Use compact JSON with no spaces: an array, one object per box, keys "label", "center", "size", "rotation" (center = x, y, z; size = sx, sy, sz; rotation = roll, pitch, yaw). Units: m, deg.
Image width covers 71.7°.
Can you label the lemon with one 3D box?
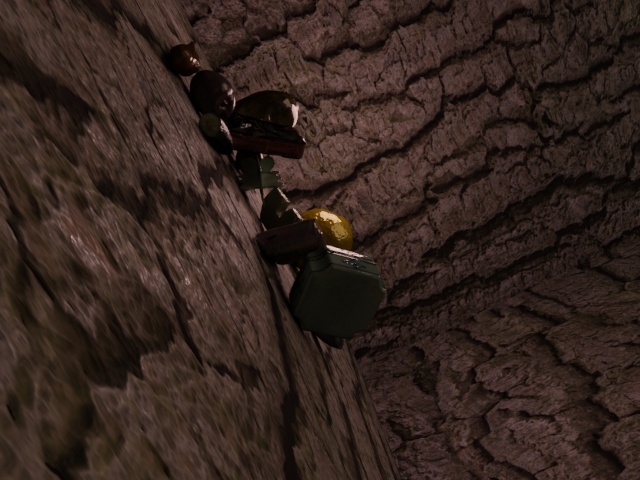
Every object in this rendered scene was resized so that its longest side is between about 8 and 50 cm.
[{"label":"lemon","center":[0.000,0.000,2.317],"size":[0.350,0.387,0.349],"rotation":[45,-33,42]}]

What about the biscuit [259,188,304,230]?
[{"label":"biscuit","center":[-0.168,-0.100,1.764],"size":[0.046,0.147,0.250],"rotation":[30,18,-47]}]

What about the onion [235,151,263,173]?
[{"label":"onion","center":[-0.305,-0.346,1.899],"size":[0.131,0.131,0.131],"rotation":[-26,90,-90]}]

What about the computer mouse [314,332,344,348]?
[{"label":"computer mouse","center":[-0.018,0.297,1.823],"size":[0.379,0.090,0.167],"rotation":[57,-5,40]}]

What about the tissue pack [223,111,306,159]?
[{"label":"tissue pack","center":[-0.237,-0.423,1.804],"size":[0.245,0.333,0.123],"rotation":[-116,-143,-61]}]

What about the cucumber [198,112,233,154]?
[{"label":"cucumber","center":[-0.333,-0.343,1.471],"size":[0.241,0.075,0.074],"rotation":[71,-7,-81]}]

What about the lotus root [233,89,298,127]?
[{"label":"lotus root","center":[-0.267,-0.563,2.050],"size":[0.250,0.346,0.250],"rotation":[43,-23,24]}]

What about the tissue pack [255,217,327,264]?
[{"label":"tissue pack","center":[-0.090,0.011,1.550],"size":[0.256,0.215,0.122],"rotation":[59,16,-82]}]

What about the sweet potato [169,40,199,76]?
[{"label":"sweet potato","center":[-0.435,-0.577,1.423],"size":[0.354,0.095,0.106],"rotation":[-112,-139,-62]}]

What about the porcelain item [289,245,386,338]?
[{"label":"porcelain item","center":[0.054,0.172,1.495],"size":[0.157,0.282,0.285],"rotation":[-107,-145,-60]}]

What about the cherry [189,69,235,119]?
[{"label":"cherry","center":[-0.374,-0.501,1.515],"size":[0.176,0.140,0.176],"rotation":[43,-13,12]}]

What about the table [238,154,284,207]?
[{"label":"table","center":[-0.231,-0.233,1.709],"size":[0.198,0.167,0.166],"rotation":[-114,179,-62]}]
